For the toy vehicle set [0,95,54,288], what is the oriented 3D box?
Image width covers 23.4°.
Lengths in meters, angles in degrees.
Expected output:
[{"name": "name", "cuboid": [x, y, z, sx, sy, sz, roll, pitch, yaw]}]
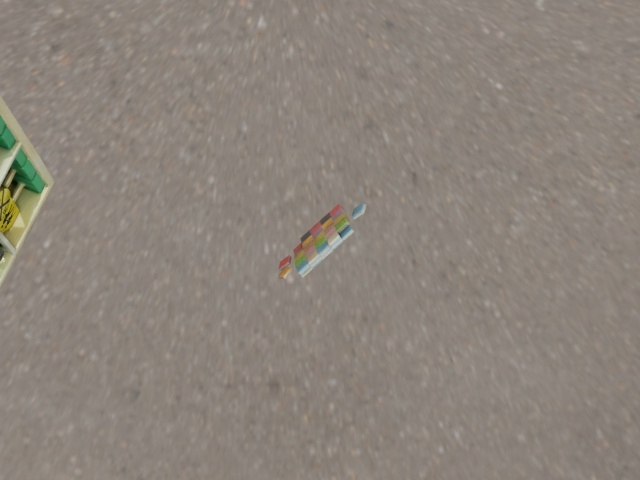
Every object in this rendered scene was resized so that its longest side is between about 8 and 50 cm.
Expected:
[{"name": "toy vehicle set", "cuboid": [-0.262, -0.024, 1.050, 0.035, 0.267, 0.166, 20, 74, 11]}]

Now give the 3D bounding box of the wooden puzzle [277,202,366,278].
[{"name": "wooden puzzle", "cuboid": [0.000, 0.000, 1.107, 0.083, 0.049, 0.006, -42, 111, 9]}]
